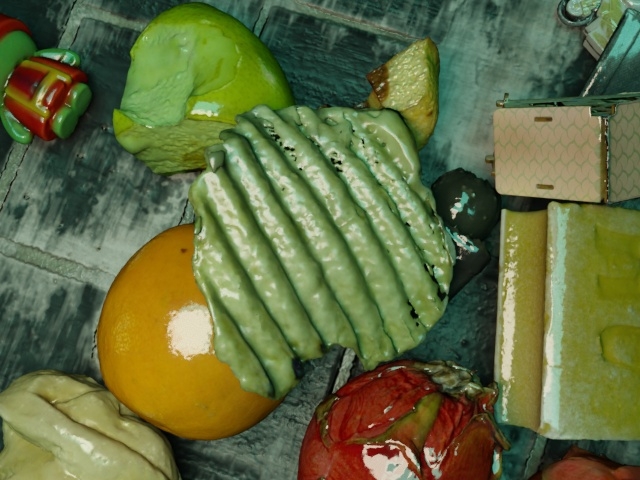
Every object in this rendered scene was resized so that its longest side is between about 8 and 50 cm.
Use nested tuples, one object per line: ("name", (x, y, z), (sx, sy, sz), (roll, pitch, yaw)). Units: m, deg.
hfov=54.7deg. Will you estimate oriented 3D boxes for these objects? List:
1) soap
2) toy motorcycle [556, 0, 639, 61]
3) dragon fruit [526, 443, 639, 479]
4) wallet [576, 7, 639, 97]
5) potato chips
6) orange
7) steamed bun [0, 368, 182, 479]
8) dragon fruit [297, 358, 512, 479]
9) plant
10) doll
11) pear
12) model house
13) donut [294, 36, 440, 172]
("soap", (0.410, 0.116, 0.914), (0.293, 0.156, 0.335), (9, 83, -23))
("toy motorcycle", (0.522, -0.361, 1.051), (0.151, 0.074, 0.229), (-39, 73, 2))
("dragon fruit", (0.413, 0.455, 0.864), (0.305, 0.226, 0.305), (0, 82, 0))
("wallet", (0.586, -0.194, 0.991), (0.342, 0.075, 0.237), (26, 114, 6))
("potato chips", (0.000, -0.008, 0.818), (0.373, 0.097, 0.389), (-9, 83, -31))
("orange", (-0.165, 0.129, 0.897), (0.312, 0.312, 0.312), (0, 82, 2))
("steamed bun", (-0.366, 0.385, 0.871), (0.324, 0.230, 0.372), (19, 103, 23))
("dragon fruit", (0.108, 0.321, 0.870), (0.277, 0.277, 0.343), (16, 102, 4))
("plant", (0.188, 0.012, 0.970), (0.142, 0.164, 0.256), (31, 97, 9))
("doll", (-0.569, -0.301, 1.040), (0.363, 0.160, 0.183), (28, 85, 6))
("pear", (-0.183, -0.261, 0.985), (0.286, 0.176, 0.282), (-4, 67, 15))
("model house", (0.406, -0.131, 0.893), (0.326, 0.244, 0.169), (0, 106, 15))
("donut", (0.086, -0.171, 0.995), (0.295, 0.151, 0.112), (-26, 48, 26))
